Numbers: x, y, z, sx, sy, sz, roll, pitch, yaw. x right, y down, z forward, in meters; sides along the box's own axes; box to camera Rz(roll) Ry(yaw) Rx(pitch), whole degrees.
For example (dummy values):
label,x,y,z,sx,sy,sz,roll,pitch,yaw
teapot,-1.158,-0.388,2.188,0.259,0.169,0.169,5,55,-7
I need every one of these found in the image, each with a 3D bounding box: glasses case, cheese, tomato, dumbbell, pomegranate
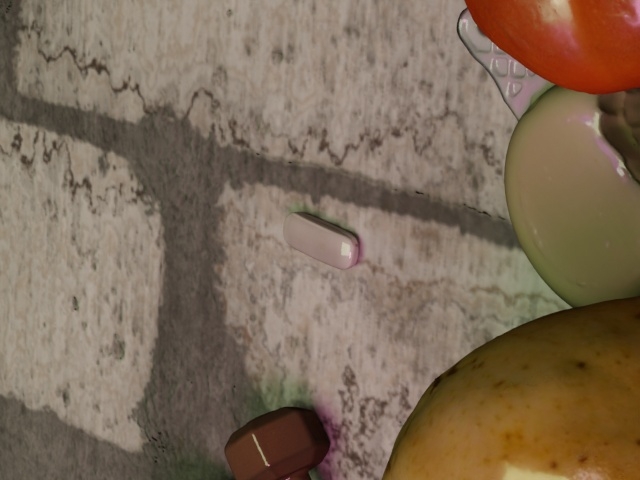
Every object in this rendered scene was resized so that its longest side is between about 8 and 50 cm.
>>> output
label,x,y,z,sx,sy,sz,roll,pitch,yaw
glasses case,0.000,0.000,1.645,0.083,0.021,0.032,23,110,38
cheese,0.189,-0.073,1.414,0.163,0.082,0.286,-45,66,38
tomato,0.209,-0.224,1.298,0.260,0.180,0.260,13,109,41
dumbbell,-0.003,0.258,1.654,0.082,0.092,0.231,-29,76,12
pomegranate,0.203,0.193,1.295,0.332,0.332,0.332,10,104,42
